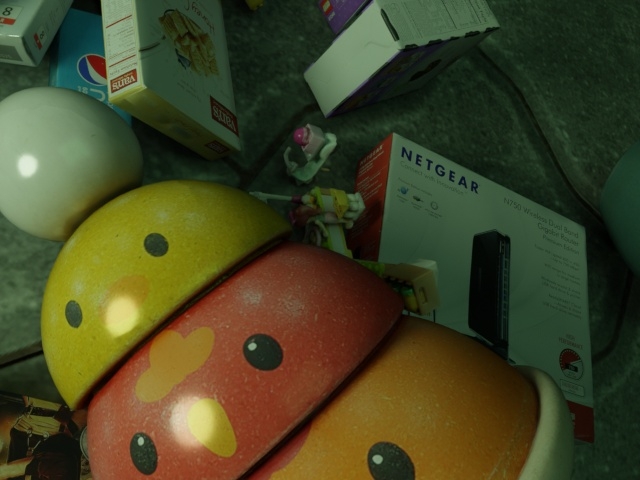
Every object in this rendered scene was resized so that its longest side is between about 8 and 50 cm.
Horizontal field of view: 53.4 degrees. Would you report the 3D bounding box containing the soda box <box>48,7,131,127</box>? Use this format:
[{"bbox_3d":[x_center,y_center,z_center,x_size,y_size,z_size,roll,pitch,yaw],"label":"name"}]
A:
[{"bbox_3d":[-0.227,-0.117,0.624,0.071,0.067,0.210,6,68,-30],"label":"soda box"}]

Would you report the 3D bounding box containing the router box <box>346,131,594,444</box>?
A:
[{"bbox_3d":[0.186,0.068,0.790,0.335,0.082,0.301,21,61,-23],"label":"router box"}]

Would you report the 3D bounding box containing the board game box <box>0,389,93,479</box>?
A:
[{"bbox_3d":[-0.265,0.184,0.457,0.243,0.042,0.165,21,38,-23],"label":"board game box"}]

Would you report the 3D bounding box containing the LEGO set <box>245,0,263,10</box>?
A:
[{"bbox_3d":[-0.084,-0.338,0.774,0.093,0.087,0.227,56,10,-17],"label":"LEGO set"}]

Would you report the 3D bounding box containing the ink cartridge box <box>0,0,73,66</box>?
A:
[{"bbox_3d":[-0.307,-0.251,0.605,0.145,0.045,0.179,9,65,6],"label":"ink cartridge box"}]

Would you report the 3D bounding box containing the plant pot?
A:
[{"bbox_3d":[0.553,-0.058,0.976,0.290,0.290,0.195,-24,48,-36],"label":"plant pot"}]

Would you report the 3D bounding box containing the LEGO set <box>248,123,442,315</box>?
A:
[{"bbox_3d":[0.000,0.000,0.651,0.107,0.132,0.287,5,35,-29],"label":"LEGO set"}]

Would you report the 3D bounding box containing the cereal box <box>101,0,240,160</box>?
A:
[{"bbox_3d":[-0.157,-0.222,0.670,0.173,0.047,0.240,26,50,-64],"label":"cereal box"}]

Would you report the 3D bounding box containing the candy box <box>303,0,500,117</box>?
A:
[{"bbox_3d":[0.103,-0.243,0.816,0.196,0.165,0.070,-25,86,-37],"label":"candy box"}]

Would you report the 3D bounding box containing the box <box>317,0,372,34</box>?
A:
[{"bbox_3d":[0.159,-0.396,0.891,0.293,0.201,0.057,-28,87,-37],"label":"box"}]

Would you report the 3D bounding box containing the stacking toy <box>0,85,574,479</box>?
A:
[{"bbox_3d":[-0.093,0.078,0.487,0.480,0.350,0.350,46,54,3],"label":"stacking toy"}]
